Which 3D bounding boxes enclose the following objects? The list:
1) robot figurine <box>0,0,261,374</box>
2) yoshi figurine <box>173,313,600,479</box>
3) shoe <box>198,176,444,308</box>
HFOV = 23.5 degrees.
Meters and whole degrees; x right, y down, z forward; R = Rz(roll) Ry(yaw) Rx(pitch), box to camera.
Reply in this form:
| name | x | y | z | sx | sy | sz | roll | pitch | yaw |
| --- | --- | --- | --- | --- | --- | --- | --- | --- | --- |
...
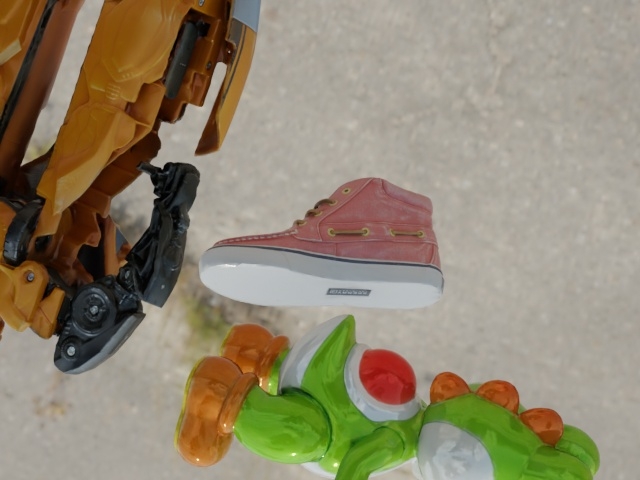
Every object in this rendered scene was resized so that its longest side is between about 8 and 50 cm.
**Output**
| name | x | y | z | sx | sy | sz | roll | pitch | yaw |
| --- | --- | --- | --- | --- | --- | --- | --- | --- | --- |
| robot figurine | -0.133 | -0.073 | 0.834 | 0.211 | 0.291 | 0.085 | 23 | -175 | 24 |
| yoshi figurine | 0.063 | 0.203 | 1.384 | 0.362 | 0.203 | 0.203 | 13 | 161 | 16 |
| shoe | 0.000 | 0.000 | 1.094 | 0.178 | 0.081 | 0.063 | 4 | 153 | -15 |
